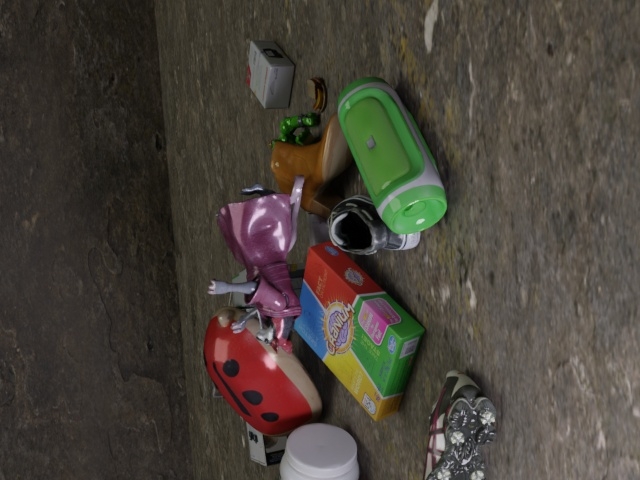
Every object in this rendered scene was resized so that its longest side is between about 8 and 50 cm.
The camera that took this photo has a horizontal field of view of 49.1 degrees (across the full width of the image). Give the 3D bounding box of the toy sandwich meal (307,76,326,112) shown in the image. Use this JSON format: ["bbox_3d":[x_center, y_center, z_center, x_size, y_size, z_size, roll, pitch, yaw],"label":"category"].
[{"bbox_3d":[-0.012,-0.350,1.692,0.085,0.029,0.085,174,90,-67],"label":"toy sandwich meal"}]

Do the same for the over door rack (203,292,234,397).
[{"bbox_3d":[-0.267,0.317,2.276,0.324,0.108,0.239,-68,22,11],"label":"over door rack"}]

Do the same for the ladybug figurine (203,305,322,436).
[{"bbox_3d":[-0.165,0.355,1.816,0.305,0.162,0.449,8,137,45],"label":"ladybug figurine"}]

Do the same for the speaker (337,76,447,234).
[{"bbox_3d":[0.127,-0.160,1.290,0.131,0.131,0.296,115,143,-50],"label":"speaker"}]

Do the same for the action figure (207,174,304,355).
[{"bbox_3d":[-0.111,0.076,1.574,0.248,0.276,0.370,91,159,-78],"label":"action figure"}]

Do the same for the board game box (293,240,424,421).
[{"bbox_3d":[0.069,0.188,1.494,0.316,0.064,0.242,44,136,39],"label":"board game box"}]

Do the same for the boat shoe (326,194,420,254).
[{"bbox_3d":[0.074,-0.034,1.448,0.335,0.119,0.121,-178,83,-67],"label":"boat shoe"}]

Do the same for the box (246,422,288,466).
[{"bbox_3d":[-0.175,0.548,2.208,0.169,0.087,0.290,154,109,-66],"label":"box"}]

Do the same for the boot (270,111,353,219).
[{"bbox_3d":[-0.030,-0.193,1.606,0.211,0.104,0.295,34,137,32],"label":"boot"}]

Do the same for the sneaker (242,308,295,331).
[{"bbox_3d":[-0.152,0.263,2.021,0.210,0.137,0.365,-148,59,-65],"label":"sneaker"}]

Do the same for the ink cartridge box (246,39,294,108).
[{"bbox_3d":[-0.139,-0.451,1.910,0.175,0.072,0.127,-122,35,-46],"label":"ink cartridge box"}]

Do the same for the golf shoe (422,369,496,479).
[{"bbox_3d":[0.233,0.358,1.223,0.120,0.105,0.273,-106,26,-63],"label":"golf shoe"}]

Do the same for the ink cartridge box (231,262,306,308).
[{"bbox_3d":[-0.103,0.116,1.782,0.154,0.212,0.093,149,116,-66],"label":"ink cartridge box"}]

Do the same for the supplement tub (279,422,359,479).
[{"bbox_3d":[-0.007,0.602,1.692,0.191,0.191,0.272,-135,45,-56],"label":"supplement tub"}]

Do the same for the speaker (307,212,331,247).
[{"bbox_3d":[0.000,0.000,1.712,0.055,0.055,0.136,-173,78,-66],"label":"speaker"}]

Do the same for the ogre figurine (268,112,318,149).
[{"bbox_3d":[-0.064,-0.230,1.773,0.118,0.097,0.197,27,137,43],"label":"ogre figurine"}]
